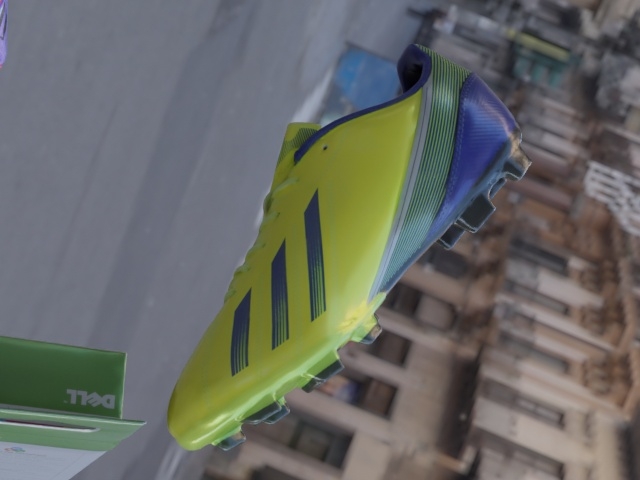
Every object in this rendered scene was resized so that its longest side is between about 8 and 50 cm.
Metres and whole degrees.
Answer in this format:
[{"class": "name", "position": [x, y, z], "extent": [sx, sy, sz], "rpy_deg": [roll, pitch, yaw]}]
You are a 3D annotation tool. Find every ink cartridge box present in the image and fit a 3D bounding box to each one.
[{"class": "ink cartridge box", "position": [-0.186, 0.101, 0.895], "extent": [0.209, 0.109, 0.062], "rpy_deg": [142, -46, -60]}]

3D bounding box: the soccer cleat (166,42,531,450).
[{"class": "soccer cleat", "position": [0.000, 0.000, 0.833], "extent": [0.289, 0.121, 0.093], "rpy_deg": [-45, 180, -24]}]

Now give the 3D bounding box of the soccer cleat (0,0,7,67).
[{"class": "soccer cleat", "position": [-0.270, -0.051, 0.571], "extent": [0.318, 0.109, 0.116], "rpy_deg": [-29, 148, -12]}]
